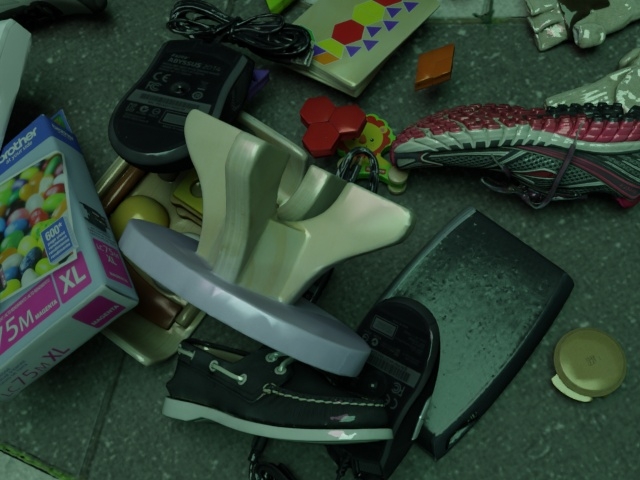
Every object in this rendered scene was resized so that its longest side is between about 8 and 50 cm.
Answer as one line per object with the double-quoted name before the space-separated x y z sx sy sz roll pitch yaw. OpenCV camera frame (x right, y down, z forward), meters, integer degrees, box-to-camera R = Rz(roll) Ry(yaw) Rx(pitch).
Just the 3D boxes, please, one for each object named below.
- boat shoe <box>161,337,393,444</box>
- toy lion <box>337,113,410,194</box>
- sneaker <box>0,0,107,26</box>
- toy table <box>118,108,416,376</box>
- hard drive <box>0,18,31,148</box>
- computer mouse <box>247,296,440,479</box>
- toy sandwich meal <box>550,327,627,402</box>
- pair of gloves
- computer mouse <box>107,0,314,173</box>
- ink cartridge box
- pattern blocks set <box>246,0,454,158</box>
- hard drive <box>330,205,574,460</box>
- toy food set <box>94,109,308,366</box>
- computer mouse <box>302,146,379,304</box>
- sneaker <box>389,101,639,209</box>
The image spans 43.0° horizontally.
"boat shoe" -0.054 0.143 0.797 0.303 0.114 0.091 -2 77 41
"toy lion" 0.063 -0.110 0.989 0.100 0.034 0.096 11 65 8
"sneaker" -0.411 -0.309 1.073 0.272 0.100 0.107 3 85 10
"toy table" -0.048 -0.006 0.790 0.274 0.252 0.160 27 95 7
"hard drive" -0.518 -0.136 0.975 0.353 0.047 0.233 -1 69 27
"computer mouse" 0.027 0.175 0.841 0.184 0.060 0.262 17 88 38
"toy sandwich meal" 0.290 0.136 0.882 0.086 0.029 0.085 -1 66 3
"pair of gloves" 0.366 -0.235 0.998 0.204 0.042 0.240 -9 71 2
"computer mouse" -0.139 -0.164 0.939 0.189 0.072 0.272 18 55 15
"ink cartridge box" -0.325 -0.005 0.884 0.186 0.065 0.311 -37 53 10
"pattern blocks set" 0.041 -0.263 1.018 0.325 0.026 0.285 -39 62 -13
"hard drive" 0.146 0.092 0.895 0.172 0.054 0.254 38 78 16
"toy food set" -0.186 -0.037 0.949 0.220 0.092 0.306 33 77 15
"computer mouse" 0.000 0.000 0.938 0.071 0.041 0.242 30 82 10
"sneaker" 0.227 -0.092 0.918 0.299 0.121 0.112 2 110 7
